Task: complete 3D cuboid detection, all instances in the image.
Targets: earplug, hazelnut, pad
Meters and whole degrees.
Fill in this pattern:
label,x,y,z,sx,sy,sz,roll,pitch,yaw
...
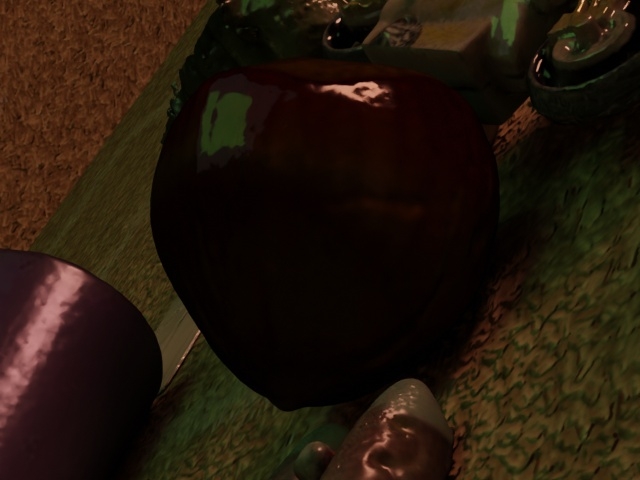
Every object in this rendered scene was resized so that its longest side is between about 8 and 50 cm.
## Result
label,x,y,z,sx,sy,sz,roll,pitch,yaw
earplug,-0.297,0.232,1.448,0.215,0.215,0.456,-38,22,44
hazelnut,0.000,0.000,1.118,0.229,0.229,0.229,-47,14,15
pad,-0.129,0.076,1.726,0.156,0.004,0.232,-34,21,51

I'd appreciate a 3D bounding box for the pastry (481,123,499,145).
label,x,y,z,sx,sy,sz,roll,pitch,yaw
pastry,0.064,-0.075,1.322,0.166,0.088,0.166,-44,13,13

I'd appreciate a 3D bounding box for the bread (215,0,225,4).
label,x,y,z,sx,sy,sz,roll,pitch,yaw
bread,0.034,-0.257,1.698,0.380,0.185,0.109,-54,-10,-13

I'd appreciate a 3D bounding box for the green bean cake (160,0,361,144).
label,x,y,z,sx,sy,sz,roll,pitch,yaw
green bean cake,0.001,-0.136,1.442,0.222,0.125,0.227,-22,-24,-45

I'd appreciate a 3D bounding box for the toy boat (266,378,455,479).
label,x,y,z,sx,sy,sz,roll,pitch,yaw
toy boat,-0.021,0.164,0.947,0.155,0.085,0.227,-33,22,50

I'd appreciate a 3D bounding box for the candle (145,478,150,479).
label,x,y,z,sx,sy,sz,roll,pitch,yaw
candle,-0.138,0.205,1.294,0.131,0.052,0.052,-37,18,40

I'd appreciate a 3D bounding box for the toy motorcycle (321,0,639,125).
label,x,y,z,sx,sy,sz,roll,pitch,yaw
toy motorcycle,0.141,-0.164,1.170,0.223,0.108,0.341,-45,28,-18
